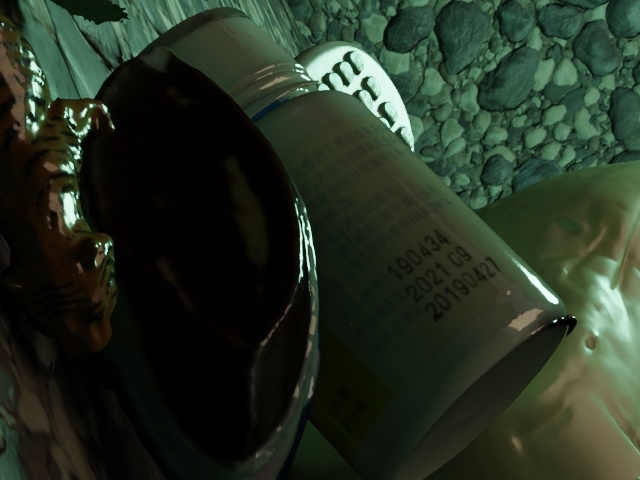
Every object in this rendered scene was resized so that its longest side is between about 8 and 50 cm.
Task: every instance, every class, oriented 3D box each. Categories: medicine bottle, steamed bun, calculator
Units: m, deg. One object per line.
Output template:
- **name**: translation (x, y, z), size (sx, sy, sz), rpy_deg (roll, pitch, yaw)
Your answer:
- **medicine bottle**: translation (0.000, 0.000, 0.946), size (0.258, 0.143, 0.143), rpy_deg (47, 0, 18)
- **steamed bun**: translation (0.161, 0.163, 1.205), size (0.371, 0.290, 0.456), rpy_deg (60, 35, -7)
- **calculator**: translation (0.001, -0.048, 1.444), size (0.184, 0.042, 0.295), rpy_deg (55, 41, -24)

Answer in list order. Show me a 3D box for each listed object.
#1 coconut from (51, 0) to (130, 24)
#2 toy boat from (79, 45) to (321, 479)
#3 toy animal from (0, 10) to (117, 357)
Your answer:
- **coconut**: translation (-0.166, -0.196, 0.983), size (0.133, 0.055, 0.158), rpy_deg (58, 8, -48)
- **toy boat**: translation (-0.064, 0.021, 0.818), size (0.262, 0.114, 0.115), rpy_deg (-110, -155, -46)
- **toy animal**: translation (-0.134, -0.067, 0.726), size (0.099, 0.057, 0.241), rpy_deg (-23, 90, -84)
